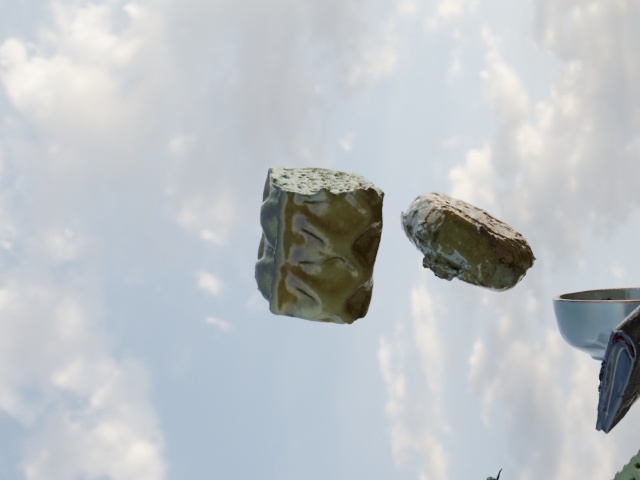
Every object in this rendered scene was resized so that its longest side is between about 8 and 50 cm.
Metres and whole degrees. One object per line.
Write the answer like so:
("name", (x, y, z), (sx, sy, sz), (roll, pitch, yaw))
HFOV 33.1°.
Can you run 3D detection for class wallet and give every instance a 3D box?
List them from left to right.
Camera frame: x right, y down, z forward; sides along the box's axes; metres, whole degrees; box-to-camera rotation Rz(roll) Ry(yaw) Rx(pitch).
("wallet", (0.518, 0.167, 1.679), (0.221, 0.071, 0.262), (-40, -32, -28))

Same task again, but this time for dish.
("dish", (0.548, 0.151, 1.930), (0.256, 0.256, 0.117), (-8, -85, -62))

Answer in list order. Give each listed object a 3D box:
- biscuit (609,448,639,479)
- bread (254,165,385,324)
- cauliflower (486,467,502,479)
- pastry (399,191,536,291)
("biscuit", (0.372, 0.326, 1.246), (0.016, 0.231, 0.139), (18, -150, -32))
("bread", (-0.006, -0.001, 1.846), (0.196, 0.238, 0.252), (-8, -68, -21))
("cauliflower", (0.323, 0.589, 2.059), (0.256, 0.239, 0.315), (20, -105, -13))
("pastry", (0.260, 0.006, 1.940), (0.121, 0.257, 0.236), (-62, 1, 14))
